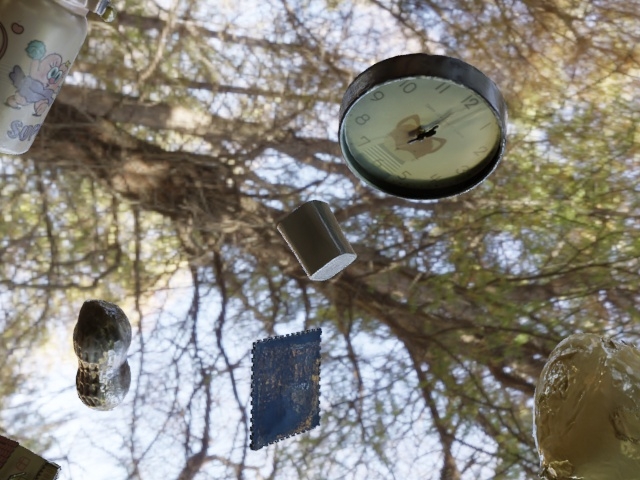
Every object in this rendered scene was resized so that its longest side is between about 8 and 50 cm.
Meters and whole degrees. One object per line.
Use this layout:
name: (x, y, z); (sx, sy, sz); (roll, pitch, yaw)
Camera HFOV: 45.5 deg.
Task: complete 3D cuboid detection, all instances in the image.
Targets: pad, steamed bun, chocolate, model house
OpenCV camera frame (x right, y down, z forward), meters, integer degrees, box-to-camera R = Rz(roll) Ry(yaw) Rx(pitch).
pad: (-0.080, 0.358, 1.873); (0.012, 0.269, 0.269); (4, -87, 38)
steamed bun: (0.429, 0.262, 1.096); (0.232, 0.273, 0.166); (45, -45, -15)
chocolate: (-0.392, 0.210, 1.381); (0.110, 0.110, 0.248); (43, -40, 35)
model house: (-0.236, 0.188, 0.551); (0.058, 0.083, 0.057); (32, -30, -2)

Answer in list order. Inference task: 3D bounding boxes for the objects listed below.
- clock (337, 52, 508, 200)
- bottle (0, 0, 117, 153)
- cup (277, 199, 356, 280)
clock: (0.190, -0.204, 1.447); (0.325, 0.325, 0.067); (-37, -148, 41)
bottle: (-0.270, -0.189, 0.716); (0.209, 0.110, 0.097); (-57, -164, 13)
cup: (0.000, 0.000, 1.435); (0.095, 0.128, 0.129); (-36, -108, 18)
